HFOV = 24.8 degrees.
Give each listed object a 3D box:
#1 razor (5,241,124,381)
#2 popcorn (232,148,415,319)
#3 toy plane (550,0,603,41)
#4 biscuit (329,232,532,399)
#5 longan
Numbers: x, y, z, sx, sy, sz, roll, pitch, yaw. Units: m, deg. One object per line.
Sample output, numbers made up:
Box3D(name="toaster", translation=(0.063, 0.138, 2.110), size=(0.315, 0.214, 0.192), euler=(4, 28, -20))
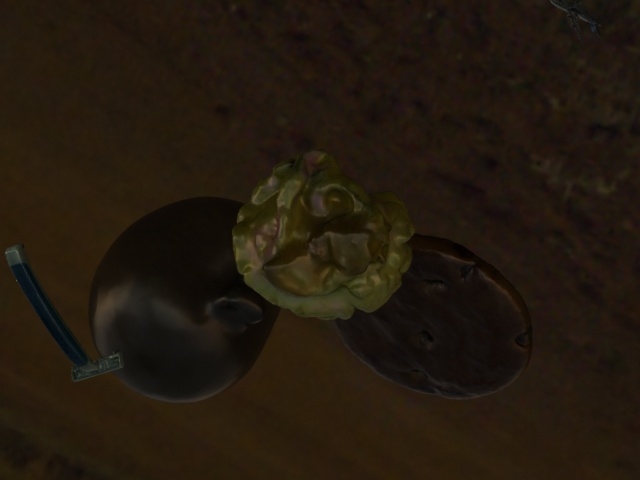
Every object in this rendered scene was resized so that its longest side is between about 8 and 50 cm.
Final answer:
Box3D(name="razor", translation=(-0.294, 0.084, 1.610), size=(0.068, 0.037, 0.191), euler=(-18, 123, 18))
Box3D(name="popcorn", translation=(0.000, 0.000, 1.154), size=(0.145, 0.126, 0.126), euler=(26, 169, 28))
Box3D(name="toy plane", translation=(0.321, -0.285, 1.816), size=(0.084, 0.078, 0.024), euler=(29, 148, -28))
Box3D(name="biscuit", translation=(0.096, 0.074, 1.355), size=(0.212, 0.036, 0.212), euler=(16, 137, 16))
Box3D(name="longan", translation=(-0.169, 0.073, 1.906), size=(0.243, 0.300, 0.300), euler=(35, 156, -27))
